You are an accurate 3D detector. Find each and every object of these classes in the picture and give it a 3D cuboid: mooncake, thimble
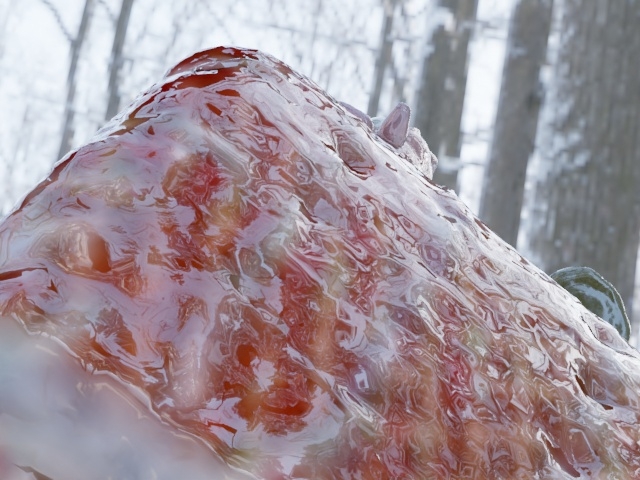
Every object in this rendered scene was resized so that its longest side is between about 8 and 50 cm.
[{"bbox_3d":[0.137,-0.074,0.942,0.150,0.346,0.057,26,-44,-4],"label":"mooncake"},{"bbox_3d":[-0.058,0.108,0.538,0.230,0.350,0.350,44,-24,-2],"label":"thimble"}]

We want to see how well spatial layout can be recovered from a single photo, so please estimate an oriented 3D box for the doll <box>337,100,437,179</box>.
[{"bbox_3d":[0.000,0.000,1.096,0.093,0.262,0.211,38,-34,21],"label":"doll"}]
